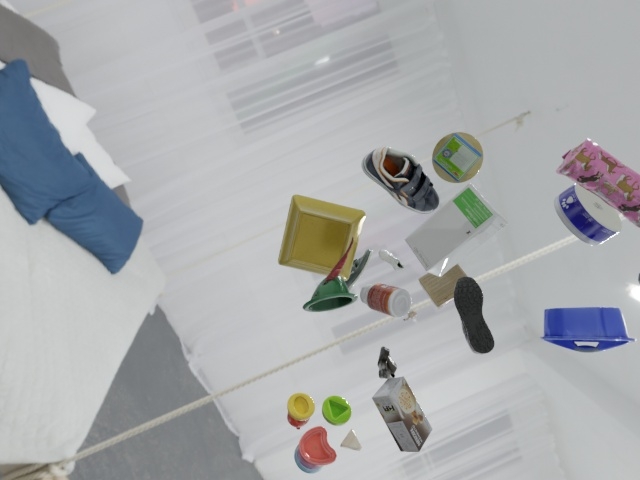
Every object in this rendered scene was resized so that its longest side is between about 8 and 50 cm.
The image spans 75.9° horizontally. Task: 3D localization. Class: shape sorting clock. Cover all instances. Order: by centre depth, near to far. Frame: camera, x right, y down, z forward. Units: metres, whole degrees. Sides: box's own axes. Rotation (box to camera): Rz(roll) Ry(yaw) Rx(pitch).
[{"bbox_3d":[0.563,-0.340,1.690,0.040,0.206,0.206,-15,81,-61],"label":"shape sorting clock"}]

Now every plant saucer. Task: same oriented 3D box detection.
[{"bbox_3d":[0.000,0.000,1.776,0.081,0.332,0.333,-79,-178,-76],"label":"plant saucer"}]

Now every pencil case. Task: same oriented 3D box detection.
[{"bbox_3d":[1.022,-0.193,1.417,0.386,0.160,0.167,40,-14,13],"label":"pencil case"}]

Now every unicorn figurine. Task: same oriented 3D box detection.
[{"bbox_3d":[0.430,0.361,2.148,0.161,0.111,0.060,32,-45,29],"label":"unicorn figurine"}]

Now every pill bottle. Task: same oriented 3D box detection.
[{"bbox_3d":[0.265,0.243,1.716,0.216,0.121,0.121,8,-55,57],"label":"pill bottle"}]

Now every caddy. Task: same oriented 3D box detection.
[{"bbox_3d":[1.116,0.383,1.735,0.241,0.341,0.179,19,68,-49],"label":"caddy"}]

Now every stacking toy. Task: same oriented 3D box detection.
[{"bbox_3d":[0.002,0.805,1.722,0.309,0.279,0.131,-111,-149,-48],"label":"stacking toy"}]

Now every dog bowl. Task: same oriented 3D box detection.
[{"bbox_3d":[1.133,-0.116,1.740,0.104,0.264,0.265,-52,-126,46],"label":"dog bowl"}]

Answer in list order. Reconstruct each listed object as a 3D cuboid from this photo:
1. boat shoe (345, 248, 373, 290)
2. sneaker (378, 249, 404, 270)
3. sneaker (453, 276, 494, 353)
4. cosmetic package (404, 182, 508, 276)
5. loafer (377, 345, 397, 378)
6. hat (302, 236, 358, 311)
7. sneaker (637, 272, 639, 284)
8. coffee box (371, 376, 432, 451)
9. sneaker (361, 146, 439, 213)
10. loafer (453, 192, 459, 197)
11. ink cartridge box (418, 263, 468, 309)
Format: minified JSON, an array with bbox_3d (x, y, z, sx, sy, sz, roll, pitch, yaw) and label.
[{"bbox_3d":[0.169,0.156,2.148,0.099,0.320,0.116,33,35,4],"label":"boat shoe"},{"bbox_3d":[0.353,0.094,2.012,0.152,0.054,0.061,37,-14,-9],"label":"sneaker"},{"bbox_3d":[0.551,0.281,1.527,0.124,0.107,0.284,71,12,-71],"label":"sneaker"},{"bbox_3d":[0.569,-0.036,1.741,0.155,0.365,0.197,21,32,-49],"label":"cosmetic package"},{"bbox_3d":[0.291,0.526,1.757,0.220,0.078,0.080,78,26,-48],"label":"loafer"},{"bbox_3d":[0.028,0.121,1.358,0.173,0.208,0.184,75,4,-67],"label":"hat"},{"bbox_3d":[1.031,0.030,1.100,0.182,0.127,0.316,-123,-136,-63],"label":"sneaker"},{"bbox_3d":[0.330,0.698,1.652,0.098,0.141,0.247,-30,-92,43],"label":"coffee box"},{"bbox_3d":[0.294,-0.199,1.383,0.321,0.126,0.127,30,-19,-16],"label":"sneaker"},{"bbox_3d":[0.665,-0.186,1.932,0.267,0.096,0.084,-44,116,-47],"label":"loafer"},{"bbox_3d":[0.695,0.241,2.275,0.193,0.234,0.088,60,3,27],"label":"ink cartridge box"}]
